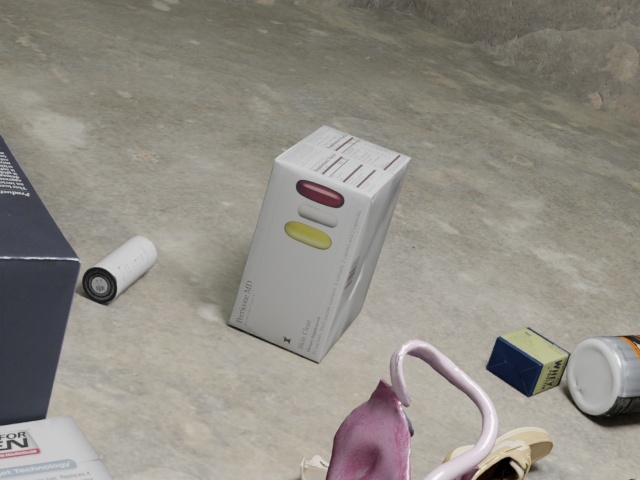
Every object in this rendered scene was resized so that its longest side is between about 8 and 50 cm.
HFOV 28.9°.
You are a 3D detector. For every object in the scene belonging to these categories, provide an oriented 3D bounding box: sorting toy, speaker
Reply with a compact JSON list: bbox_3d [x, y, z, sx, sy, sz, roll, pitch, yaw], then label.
[{"bbox_3d":[0.015,0.274,1.444,0.083,0.045,0.075,17,16,1],"label":"sorting toy"},{"bbox_3d":[-0.280,0.039,1.747,0.055,0.055,0.136,21,24,9],"label":"speaker"}]

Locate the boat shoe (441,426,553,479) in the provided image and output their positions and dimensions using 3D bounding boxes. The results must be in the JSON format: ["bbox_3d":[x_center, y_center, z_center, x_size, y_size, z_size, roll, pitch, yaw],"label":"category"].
[{"bbox_3d":[0.230,0.280,1.548,0.170,0.063,0.059,-11,37,-31],"label":"boat shoe"}]

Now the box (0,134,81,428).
[{"bbox_3d":[-0.398,0.076,1.292,0.183,0.296,0.294,2,29,-32],"label":"box"}]

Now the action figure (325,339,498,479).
[{"bbox_3d":[0.059,0.298,1.091,0.248,0.275,0.370,36,21,6],"label":"action figure"}]

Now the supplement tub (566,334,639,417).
[{"bbox_3d":[0.464,0.195,1.811,0.190,0.117,0.117,0,28,-33],"label":"supplement tub"}]

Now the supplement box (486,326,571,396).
[{"bbox_3d":[0.306,0.177,1.822,0.083,0.056,0.083,33,29,34],"label":"supplement box"}]

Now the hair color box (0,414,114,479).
[{"bbox_3d":[-0.242,0.314,1.093,0.185,0.113,0.374,-2,31,-36],"label":"hair color box"}]

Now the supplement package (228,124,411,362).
[{"bbox_3d":[0.000,0.000,1.755,0.145,0.262,0.204,22,24,12],"label":"supplement package"}]

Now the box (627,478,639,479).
[{"bbox_3d":[0.144,0.396,0.733,0.212,0.293,0.395,-19,76,-54],"label":"box"}]
